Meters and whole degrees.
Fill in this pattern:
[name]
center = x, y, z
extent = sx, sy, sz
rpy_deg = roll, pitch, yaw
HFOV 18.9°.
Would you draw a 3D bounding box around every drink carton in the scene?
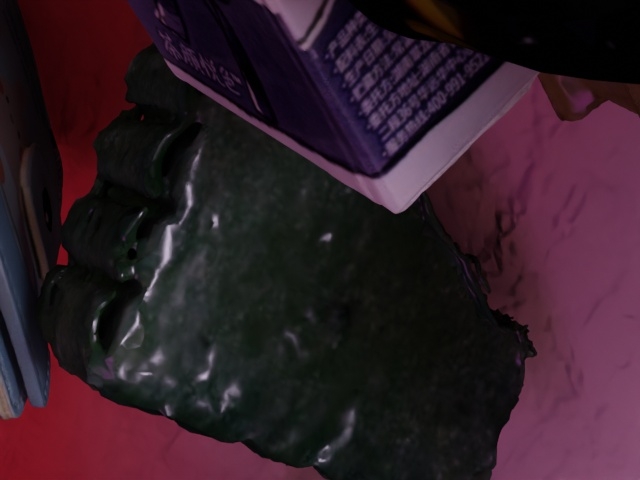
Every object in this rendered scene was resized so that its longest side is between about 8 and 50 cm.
[drink carton]
center = -0.025, -0.130, 0.585
extent = 0.134, 0.102, 0.222
rpy_deg = 37, 167, 45

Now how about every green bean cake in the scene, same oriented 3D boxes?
[green bean cake]
center = 0.000, 0.000, 0.827
extent = 0.208, 0.193, 0.107
rpy_deg = 24, 173, -25

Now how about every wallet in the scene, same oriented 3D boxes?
[wallet]
center = -0.172, -0.042, 0.884
extent = 0.075, 0.250, 0.176
rpy_deg = -13, 122, 2

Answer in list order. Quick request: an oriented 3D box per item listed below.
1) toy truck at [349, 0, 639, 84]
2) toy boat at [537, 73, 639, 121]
[toy truck]
center = 0.058, -0.225, 0.402
extent = 0.180, 0.254, 0.405
rpy_deg = 5, 139, 41
[toy boat]
center = 0.117, -0.093, 0.657
extent = 0.121, 0.089, 0.321
rpy_deg = 1, 124, 51
